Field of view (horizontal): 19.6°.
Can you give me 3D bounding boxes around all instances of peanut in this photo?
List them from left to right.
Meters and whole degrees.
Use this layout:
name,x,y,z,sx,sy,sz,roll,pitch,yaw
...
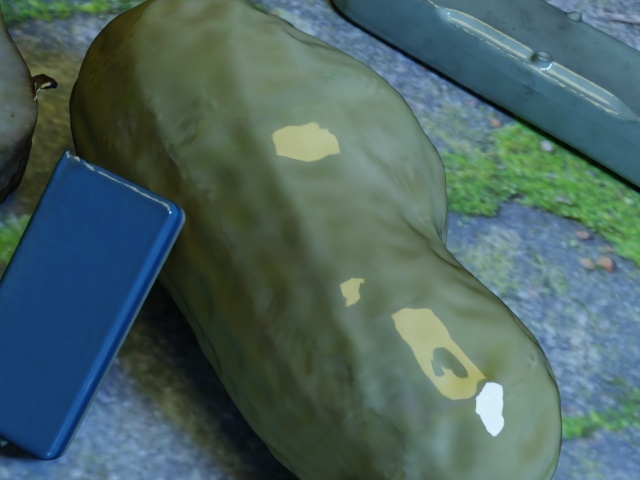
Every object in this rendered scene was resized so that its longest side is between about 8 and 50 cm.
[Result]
name,x,y,z,sx,sy,sz,roll,pitch,yaw
peanut,0.000,0.000,0.833,0.148,0.147,0.319,-12,50,-35

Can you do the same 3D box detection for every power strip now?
name,x,y,z,sx,sy,sz,roll,pitch,yaw
power strip,-0.108,0.029,0.775,0.056,0.123,0.032,26,-2,6
power strip,0.126,-0.106,1.077,0.286,0.048,0.080,30,38,8

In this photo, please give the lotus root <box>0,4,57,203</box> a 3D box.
name,x,y,z,sx,sy,sz,roll,pitch,yaw
lotus root,-0.215,-0.072,0.856,0.170,0.074,0.261,37,40,14
